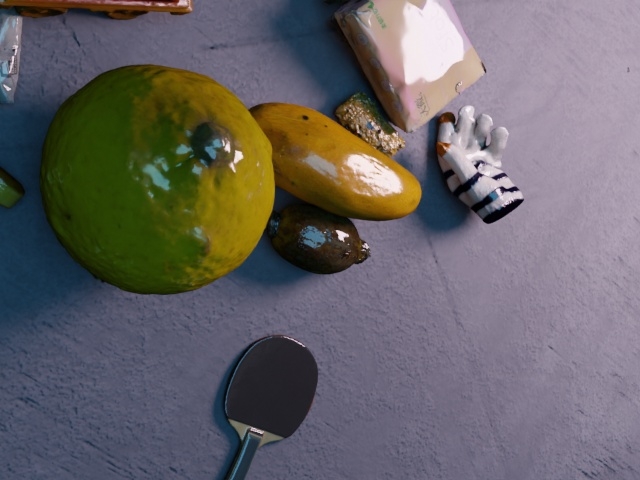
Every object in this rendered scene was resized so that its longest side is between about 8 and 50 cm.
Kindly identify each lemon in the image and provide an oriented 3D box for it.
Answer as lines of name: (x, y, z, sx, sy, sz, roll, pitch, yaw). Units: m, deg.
lemon: (-0.235, -0.093, 1.214, 0.350, 0.387, 0.349, 8, 71, -26)

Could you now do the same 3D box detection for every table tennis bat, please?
table tennis bat: (-0.105, 0.319, 1.485, 0.173, 0.022, 0.301, 25, 83, -23)

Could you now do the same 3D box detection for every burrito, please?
burrito: (-0.488, -0.304, 1.255, 0.064, 0.064, 0.203, 10, 91, -23)

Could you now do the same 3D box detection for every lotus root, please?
lotus root: (0.000, 0.000, 1.458, 0.209, 0.120, 0.120, 18, 87, -23)

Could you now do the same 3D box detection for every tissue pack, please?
tissue pack: (0.160, -0.356, 1.491, 0.215, 0.123, 0.256, -41, 118, -15)

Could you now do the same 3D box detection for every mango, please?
mango: (0.017, -0.129, 1.415, 0.359, 0.187, 0.144, 25, 115, -12)

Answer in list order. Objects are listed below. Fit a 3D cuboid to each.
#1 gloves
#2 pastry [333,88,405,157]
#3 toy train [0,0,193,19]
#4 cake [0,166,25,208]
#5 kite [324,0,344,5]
gloves: (0.294, -0.147, 1.577, 0.140, 0.131, 0.218, -29, 74, -17)
pastry: (0.091, -0.207, 1.511, 0.080, 0.056, 0.140, -44, 103, -22)
toy train: (-0.334, -0.420, 1.195, 0.369, 0.232, 0.163, -11, 100, -39)
cake: (-0.495, -0.088, 1.256, 0.084, 0.084, 0.044, 43, 84, -20)
kite: (0.089, -0.499, 1.446, 0.232, 0.009, 0.189, -51, 154, 1)
